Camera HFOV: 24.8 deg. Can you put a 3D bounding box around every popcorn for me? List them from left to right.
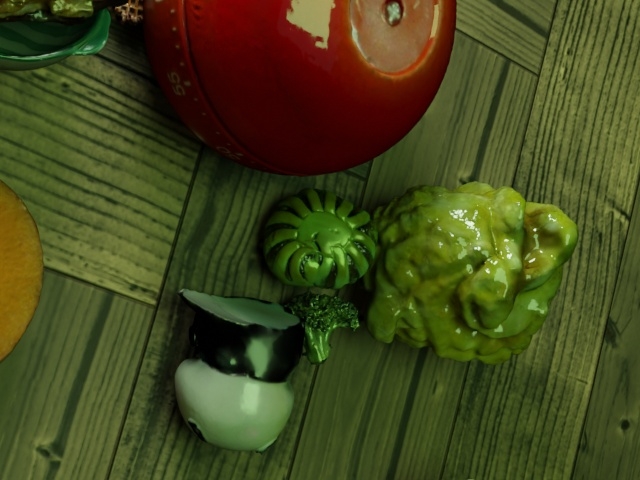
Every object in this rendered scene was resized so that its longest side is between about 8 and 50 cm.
[{"bbox_3d":[0.179,0.035,1.850,0.250,0.235,0.241,8,103,-25],"label":"popcorn"}]

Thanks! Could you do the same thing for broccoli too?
[{"bbox_3d":[-0.008,0.108,1.791,0.097,0.095,0.092,-11,83,-44],"label":"broccoli"}]

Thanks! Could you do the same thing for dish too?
[{"bbox_3d":[-0.325,-0.255,1.537,0.224,0.078,0.246,25,51,-3],"label":"dish"}]

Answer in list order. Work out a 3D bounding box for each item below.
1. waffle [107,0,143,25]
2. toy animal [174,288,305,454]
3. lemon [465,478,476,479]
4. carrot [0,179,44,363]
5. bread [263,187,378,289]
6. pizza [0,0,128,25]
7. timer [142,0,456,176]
[{"bbox_3d":[-0.214,-0.287,1.672,0.083,0.029,0.075,-40,116,-34],"label":"waffle"},{"bbox_3d":[-0.105,0.154,1.698,0.166,0.138,0.179,10,92,-17],"label":"toy animal"},{"bbox_3d":[0.207,0.457,1.850,0.268,0.268,0.321,-2,91,-37],"label":"lemon"},{"bbox_3d":[-0.422,0.044,1.487,0.307,0.100,0.258,-31,106,-41],"label":"carrot"},{"bbox_3d":[0.000,0.000,1.779,0.139,0.071,0.130,23,74,0],"label":"bread"},{"bbox_3d":[-0.312,-0.326,1.480,0.278,0.114,0.409,32,53,9],"label":"pizza"},{"bbox_3d":[-0.016,-0.262,1.659,0.378,0.279,0.378,-4,95,-45],"label":"timer"}]
